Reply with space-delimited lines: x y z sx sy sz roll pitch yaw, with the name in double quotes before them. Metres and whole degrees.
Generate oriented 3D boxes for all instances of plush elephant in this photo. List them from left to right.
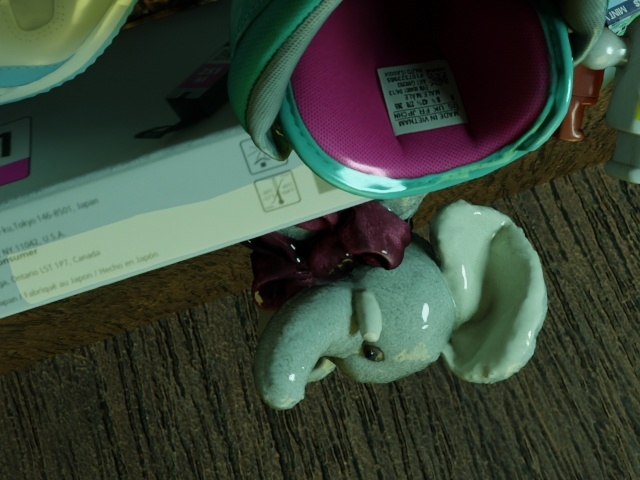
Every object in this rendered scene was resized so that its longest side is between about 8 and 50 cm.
"plush elephant" 0.000 0.000 0.869 0.272 0.255 0.330 -18 179 41

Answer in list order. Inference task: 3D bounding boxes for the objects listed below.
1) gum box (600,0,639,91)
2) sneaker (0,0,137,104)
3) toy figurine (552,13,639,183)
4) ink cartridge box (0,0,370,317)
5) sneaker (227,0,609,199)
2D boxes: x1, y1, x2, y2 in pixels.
"gum box" 0.198 -0.148 1.010 0.157 0.041 0.184 -27 168 -22
"sneaker" -0.159 -0.087 0.462 0.228 0.087 0.092 -24 170 25
"toy figurine" 0.167 -0.119 0.701 0.213 0.148 0.209 18 -166 37
"ink cartridge box" -0.079 -0.077 0.594 0.275 0.060 0.239 -18 -144 0
"sneaker" 0.016 -0.101 0.437 0.123 0.178 0.295 -19 176 0
